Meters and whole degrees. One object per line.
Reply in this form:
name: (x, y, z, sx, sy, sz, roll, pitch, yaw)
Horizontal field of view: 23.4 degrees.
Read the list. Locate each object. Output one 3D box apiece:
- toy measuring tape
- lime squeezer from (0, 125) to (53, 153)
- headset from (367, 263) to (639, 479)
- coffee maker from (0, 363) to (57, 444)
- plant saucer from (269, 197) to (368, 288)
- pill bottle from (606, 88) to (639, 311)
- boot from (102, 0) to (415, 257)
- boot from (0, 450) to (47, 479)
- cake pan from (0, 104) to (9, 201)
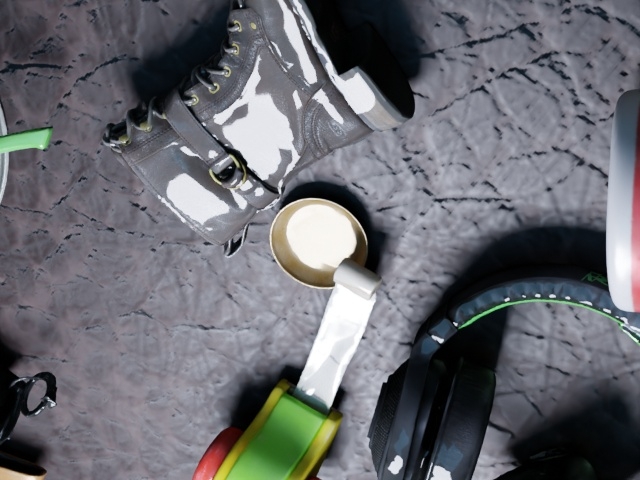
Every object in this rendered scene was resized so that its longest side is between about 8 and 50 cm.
toy measuring tape: (-0.033, 0.167, 1.297, 0.121, 0.121, 0.330, 24, 124, 3)
lime squeezer: (-0.377, -0.092, 1.245, 0.310, 0.059, 0.110, 22, 121, 5)
headset: (0.135, 0.188, 1.283, 0.243, 0.185, 0.394, 43, 105, -3)
coffee maker: (-0.353, 0.107, 1.351, 0.171, 0.120, 0.178, -35, 124, 13)
plant saucer: (0.000, 0.000, 1.269, 0.083, 0.015, 0.083, 7, 118, 13)
pill bottle: (0.348, -0.024, 1.071, 0.283, 0.161, 0.161, 2, 117, 15)
boot: (-0.080, -0.125, 1.184, 0.229, 0.091, 0.263, -29, 108, 26)
boot: (-0.308, 0.327, 1.506, 0.264, 0.096, 0.280, 25, 114, 11)
cake pan: (-0.412, -0.091, 1.319, 0.293, 0.054, 0.293, 6, 118, 12)
